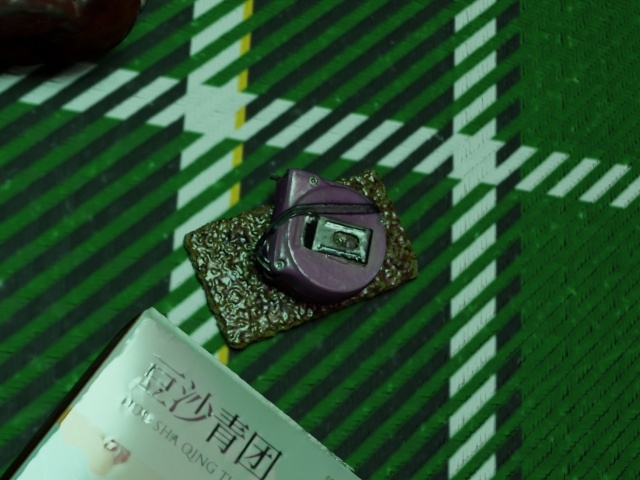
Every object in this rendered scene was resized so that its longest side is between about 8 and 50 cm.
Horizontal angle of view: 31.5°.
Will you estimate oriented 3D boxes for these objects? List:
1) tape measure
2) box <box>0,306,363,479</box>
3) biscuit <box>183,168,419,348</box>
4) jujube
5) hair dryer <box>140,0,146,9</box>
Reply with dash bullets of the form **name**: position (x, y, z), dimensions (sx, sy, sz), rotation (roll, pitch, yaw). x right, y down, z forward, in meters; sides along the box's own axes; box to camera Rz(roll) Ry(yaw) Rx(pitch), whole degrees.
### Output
- **tape measure**: position (0.000, 0.000, 1.095), dimensions (0.125, 0.074, 0.118), rotation (14, 71, -15)
- **box**: position (-0.139, 0.316, 0.955), dimensions (0.344, 0.122, 0.385), rotation (40, 65, -7)
- **biscuit**: position (-0.013, 0.014, 1.143), dimensions (0.231, 0.025, 0.131), rotation (-21, 84, -25)
- **jujube**: position (-0.288, -0.247, 1.022), dimensions (0.243, 0.183, 0.183), rotation (-4, 77, -23)
- **hair dryer**: position (-0.223, -0.278, 1.141), dimensions (0.114, 0.037, 0.063), rotation (18, 71, -8)
